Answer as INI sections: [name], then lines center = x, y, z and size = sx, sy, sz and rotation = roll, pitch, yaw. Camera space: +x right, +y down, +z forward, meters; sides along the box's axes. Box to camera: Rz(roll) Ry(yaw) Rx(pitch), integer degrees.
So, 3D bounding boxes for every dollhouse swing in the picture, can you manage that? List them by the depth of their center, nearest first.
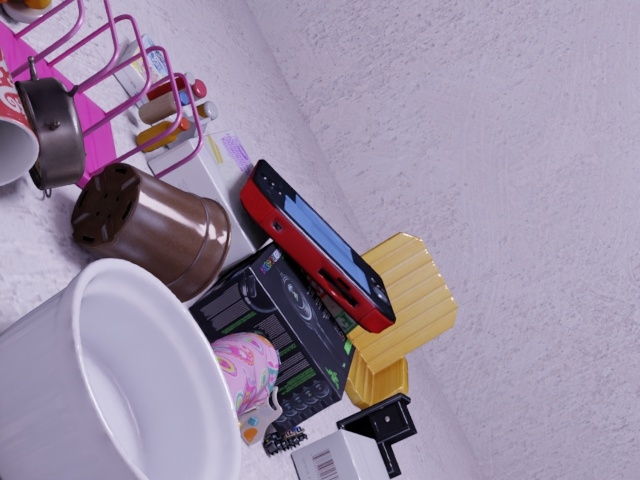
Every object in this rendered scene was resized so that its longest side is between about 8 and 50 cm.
[dollhouse swing]
center = 0.169, 0.189, 1.915
size = 0.347, 0.305, 0.315
rotation = 61, 12, -10

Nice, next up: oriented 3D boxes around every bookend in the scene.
[bookend]
center = 0.137, 0.425, 1.610
size = 0.072, 0.156, 0.157
rotation = 42, 24, -59

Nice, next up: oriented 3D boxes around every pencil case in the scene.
[pencil case]
center = -0.139, 0.200, 1.053
size = 0.124, 0.124, 0.284
rotation = 63, 10, 4

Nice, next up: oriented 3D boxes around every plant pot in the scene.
[plant pot]
center = -0.239, -0.016, 1.060
size = 0.165, 0.167, 0.167
rotation = 34, 29, -49

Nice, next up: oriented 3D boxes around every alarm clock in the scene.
[alarm clock]
center = -0.327, -0.117, 0.932
size = 0.129, 0.064, 0.192
rotation = 62, -33, 24

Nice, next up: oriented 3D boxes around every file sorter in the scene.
[file sorter]
center = -0.320, -0.223, 1.083
size = 0.290, 0.182, 0.202
rotation = 45, 20, -53

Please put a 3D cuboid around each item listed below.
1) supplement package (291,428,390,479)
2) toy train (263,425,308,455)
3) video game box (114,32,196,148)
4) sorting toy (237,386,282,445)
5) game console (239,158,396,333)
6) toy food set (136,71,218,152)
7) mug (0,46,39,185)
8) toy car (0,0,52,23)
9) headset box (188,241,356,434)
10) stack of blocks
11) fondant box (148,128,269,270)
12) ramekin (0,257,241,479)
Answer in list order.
[supplement package]
center = 0.042, 0.412, 1.368
size = 0.179, 0.105, 0.105
rotation = 40, 24, -59
[toy train]
center = -0.059, 0.336, 1.310
size = 0.036, 0.027, 0.158
rotation = 53, 10, 17
[video game box]
center = -0.328, -0.303, 1.551
size = 0.187, 0.048, 0.205
rotation = 59, 13, -27
[sorting toy]
center = -0.095, 0.262, 1.201
size = 0.045, 0.075, 0.083
rotation = 51, 16, -42
[game console]
center = 0.000, 0.000, 1.537
size = 0.386, 0.060, 0.342
rotation = 46, 13, -11
[toy food set]
center = -0.249, -0.249, 1.439
size = 0.232, 0.104, 0.111
rotation = -38, 108, -58
[mug]
center = -0.388, -0.165, 0.834
size = 0.150, 0.113, 0.169
rotation = 80, -13, -60
[toy car]
center = -0.455, -0.418, 1.119
size = 0.136, 0.159, 0.182
rotation = -3, 59, -36
[headset box]
center = -0.067, 0.166, 1.349
size = 0.283, 0.131, 0.246
rotation = 56, 13, -5
[stack of blocks]
center = 0.020, 0.106, 1.619
size = 0.171, 0.087, 0.297
rotation = 49, 13, 3
[fondant box]
center = -0.192, -0.090, 1.532
size = 0.238, 0.096, 0.330
rotation = 60, 11, -6
[ramekin]
center = -0.210, 0.170, 0.789
size = 0.277, 0.135, 0.277
rotation = 56, 14, -21
